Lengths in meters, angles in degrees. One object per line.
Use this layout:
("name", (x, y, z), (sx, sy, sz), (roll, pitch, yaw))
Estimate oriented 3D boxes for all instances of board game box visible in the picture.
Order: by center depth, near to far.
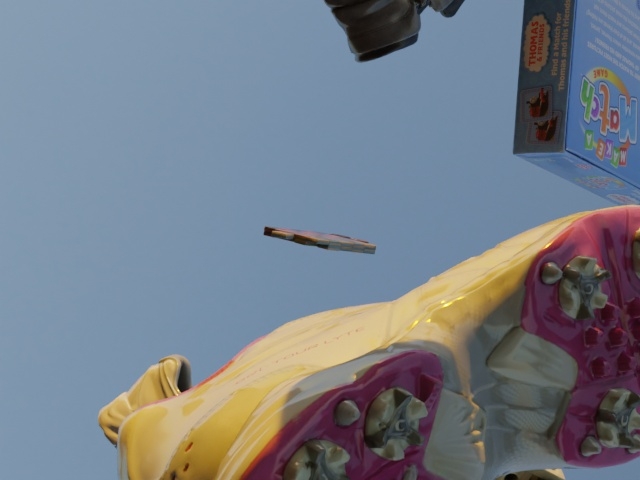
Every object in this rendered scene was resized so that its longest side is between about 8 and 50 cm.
("board game box", (0.173, -0.138, 0.881), (0.039, 0.160, 0.212), (-1, -101, 34))

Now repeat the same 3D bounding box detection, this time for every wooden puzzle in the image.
("wooden puzzle", (0.000, 0.000, 0.883), (0.049, 0.083, 0.006), (14, -84, 47))

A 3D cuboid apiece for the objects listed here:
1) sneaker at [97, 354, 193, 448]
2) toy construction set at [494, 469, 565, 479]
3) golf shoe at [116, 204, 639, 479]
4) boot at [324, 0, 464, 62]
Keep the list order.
("sneaker", (-0.076, 0.182, 1.218), (0.232, 0.090, 0.115), (40, -87, 15))
("toy construction set", (0.136, 0.281, 1.545), (0.328, 0.215, 0.151), (-55, -167, 31))
("golf shoe", (0.050, 0.053, 0.617), (0.140, 0.306, 0.115), (8, -68, 49))
("boot", (0.097, -0.353, 1.450), (0.338, 0.223, 0.118), (-45, -160, -8))
